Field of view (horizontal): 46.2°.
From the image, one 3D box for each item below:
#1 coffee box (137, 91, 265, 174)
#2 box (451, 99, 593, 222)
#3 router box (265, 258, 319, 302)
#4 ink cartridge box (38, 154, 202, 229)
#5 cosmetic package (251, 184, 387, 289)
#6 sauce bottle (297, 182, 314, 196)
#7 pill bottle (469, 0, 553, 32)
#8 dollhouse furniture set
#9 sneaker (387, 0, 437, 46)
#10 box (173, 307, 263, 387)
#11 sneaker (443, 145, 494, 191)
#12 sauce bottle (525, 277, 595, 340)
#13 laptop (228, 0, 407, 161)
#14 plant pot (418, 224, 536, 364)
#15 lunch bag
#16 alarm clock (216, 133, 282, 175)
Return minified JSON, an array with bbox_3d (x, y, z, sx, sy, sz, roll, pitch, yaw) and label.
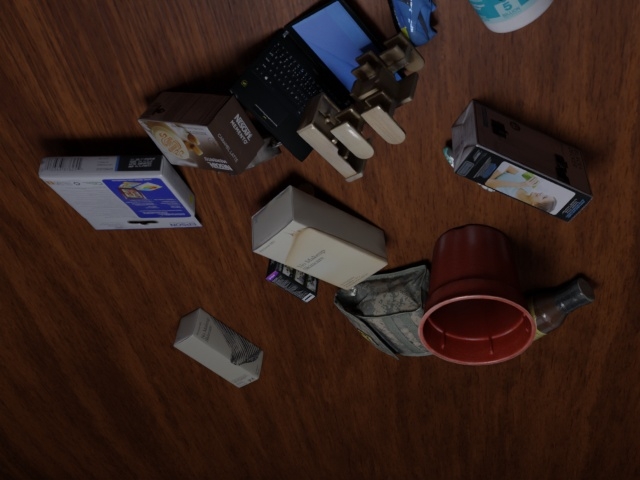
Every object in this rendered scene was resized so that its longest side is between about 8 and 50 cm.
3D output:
[{"bbox_3d":[-0.258,-0.234,1.615,0.247,0.098,0.141,13,148,41],"label":"coffee box"},{"bbox_3d":[0.429,-0.170,1.609,0.290,0.169,0.087,23,133,-13],"label":"box"},{"bbox_3d":[-0.063,0.054,1.909,0.133,0.178,0.046,33,129,-24],"label":"router box"},{"bbox_3d":[-0.477,-0.115,1.850,0.304,0.072,0.307,-1,160,9],"label":"ink cartridge box"},{"bbox_3d":[0.000,0.000,1.847,0.310,0.113,0.160,23,136,-34],"label":"cosmetic package"},{"bbox_3d":[-0.033,-0.085,1.859,0.042,0.042,0.128,2,139,7],"label":"sauce bottle"},{"bbox_3d":[0.288,-0.499,1.293,0.146,0.146,0.264,-26,127,31],"label":"pill bottle"},{"bbox_3d":[0.102,-0.239,1.471,0.242,0.212,0.161,-21,130,41],"label":"dollhouse furniture set"},{"bbox_3d":[0.167,-0.464,1.415,0.082,0.069,0.209,-23,129,4],"label":"sneaker"},{"bbox_3d":[-0.306,0.330,2.290,0.094,0.113,0.275,-29,127,32],"label":"box"},{"bbox_3d":[0.352,-0.180,1.697,0.167,0.065,0.076,27,118,-23],"label":"sneaker"},{"bbox_3d":[0.578,0.208,2.031,0.111,0.111,0.344,32,130,-23],"label":"sauce bottle"},{"bbox_3d":[-0.003,-0.318,1.529,0.264,0.136,0.234,-49,121,-4],"label":"laptop"},{"bbox_3d":[0.378,0.122,1.852,0.273,0.265,0.272,4,136,4],"label":"plant pot"},{"bbox_3d":[0.204,0.209,2.048,0.287,0.168,0.235,-13,137,32],"label":"lunch bag"},{"bbox_3d":[-0.143,-0.200,1.681,0.192,0.129,0.064,-11,106,44],"label":"alarm clock"}]
